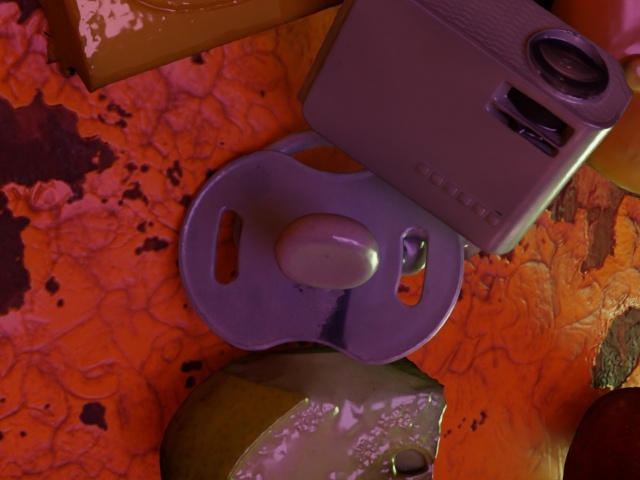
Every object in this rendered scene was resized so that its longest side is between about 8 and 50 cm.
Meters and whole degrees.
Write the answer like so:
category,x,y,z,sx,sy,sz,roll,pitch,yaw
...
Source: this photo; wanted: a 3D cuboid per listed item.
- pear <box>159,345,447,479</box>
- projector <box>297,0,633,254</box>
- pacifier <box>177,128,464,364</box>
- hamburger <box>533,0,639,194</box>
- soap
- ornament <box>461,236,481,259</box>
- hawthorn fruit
category,x,y,z,sx,sy,sz,roll,pitch,yaw
pear,-0.033,0.234,1.300,0.282,0.176,0.286,-2,108,-27
projector,0.125,-0.133,1.132,0.108,0.250,0.198,-50,174,-39
pacifier,0.000,0.000,1.187,0.279,0.207,0.227,6,90,2
hamburger,0.344,-0.227,1.253,0.395,0.277,0.396,-14,123,-22
soap,-0.099,-0.275,1.106,0.324,0.096,0.204,-24,120,-21
ornament,0.109,-0.009,1.346,0.156,0.081,0.075,0,121,-27
hawthorn fruit,0.392,0.301,1.551,0.250,0.215,0.215,-47,127,-30
